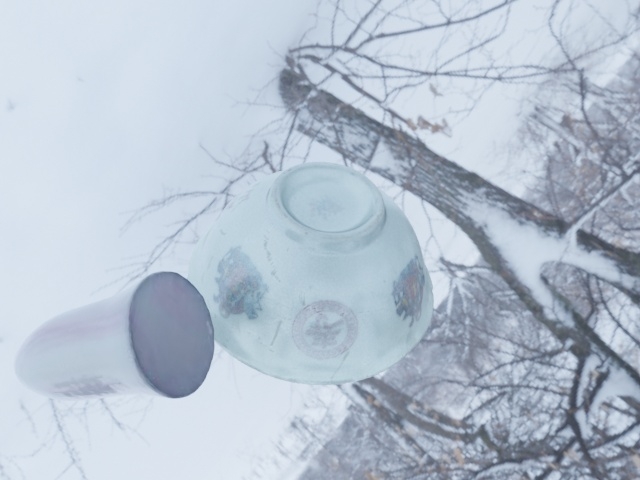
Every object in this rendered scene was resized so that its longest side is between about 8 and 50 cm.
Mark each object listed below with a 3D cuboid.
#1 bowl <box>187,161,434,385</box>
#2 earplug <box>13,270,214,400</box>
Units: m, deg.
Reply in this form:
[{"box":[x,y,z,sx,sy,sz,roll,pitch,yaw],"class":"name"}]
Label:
[{"box":[0.000,0.000,0.955,0.435,0.434,0.196,-40,155,-38],"class":"bowl"},{"box":[-0.324,0.162,0.834,0.301,0.173,0.172,-16,179,24],"class":"earplug"}]
